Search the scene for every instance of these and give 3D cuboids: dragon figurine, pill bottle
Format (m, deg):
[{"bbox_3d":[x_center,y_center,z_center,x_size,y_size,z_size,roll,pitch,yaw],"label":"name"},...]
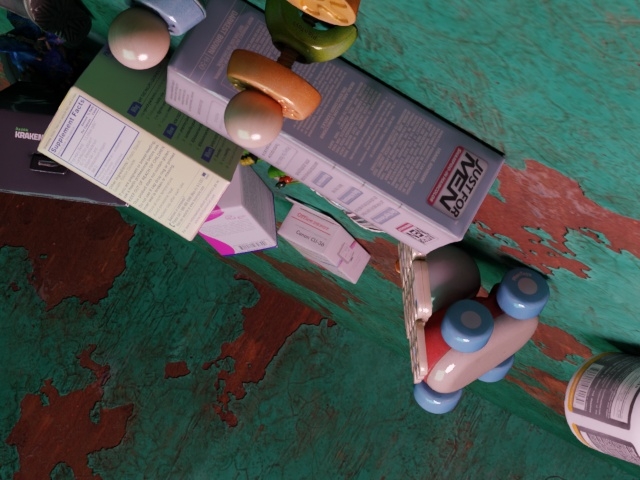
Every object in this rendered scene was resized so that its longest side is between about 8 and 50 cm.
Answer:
[{"bbox_3d":[-0.476,-0.320,2.035,0.289,0.085,0.144,24,169,27],"label":"dragon figurine"},{"bbox_3d":[0.502,0.261,1.913,0.162,0.162,0.278,33,171,-20],"label":"pill bottle"}]

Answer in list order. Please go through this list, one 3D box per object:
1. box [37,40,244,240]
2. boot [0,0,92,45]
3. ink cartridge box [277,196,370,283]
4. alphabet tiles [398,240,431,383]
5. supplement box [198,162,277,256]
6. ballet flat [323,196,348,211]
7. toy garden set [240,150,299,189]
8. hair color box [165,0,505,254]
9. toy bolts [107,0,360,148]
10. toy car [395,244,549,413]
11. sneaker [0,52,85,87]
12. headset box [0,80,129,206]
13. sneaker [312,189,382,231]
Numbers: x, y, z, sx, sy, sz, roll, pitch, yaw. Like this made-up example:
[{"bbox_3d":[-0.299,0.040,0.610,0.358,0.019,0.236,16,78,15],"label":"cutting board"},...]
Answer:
[{"bbox_3d":[-0.231,-0.150,1.766,0.243,0.117,0.213,32,-149,-10],"label":"box"},{"bbox_3d":[-0.439,-0.360,1.794,0.208,0.076,0.189,34,170,16],"label":"boot"},{"bbox_3d":[0.000,0.000,2.362,0.115,0.067,0.198,25,169,32],"label":"ink cartridge box"},{"bbox_3d":[0.125,0.048,1.712,0.021,0.278,0.284,-4,169,-1],"label":"alphabet tiles"},{"bbox_3d":[-0.161,-0.062,2.263,0.111,0.114,0.220,-10,161,11],"label":"supplement box"},{"bbox_3d":[-0.011,-0.125,1.737,0.221,0.077,0.079,41,-175,-31],"label":"ballet flat"},{"bbox_3d":[-0.130,-0.148,2.008,0.244,0.049,0.204,32,171,-14],"label":"toy garden set"},{"bbox_3d":[0.008,-0.130,1.478,0.374,0.114,0.185,31,171,-4],"label":"hair color box"},{"bbox_3d":[-0.088,-0.202,1.225,0.228,0.158,0.218,31,171,-6],"label":"toy bolts"},{"bbox_3d":[0.186,0.093,1.915,0.238,0.210,0.219,50,150,24],"label":"toy car"},{"bbox_3d":[-0.398,-0.245,2.197,0.341,0.125,0.139,44,126,-16],"label":"sneaker"},{"bbox_3d":[-0.393,-0.154,1.995,0.246,0.131,0.283,7,-165,-2],"label":"headset box"},{"bbox_3d":[0.047,-0.067,1.856,0.170,0.063,0.075,32,178,15],"label":"sneaker"}]
